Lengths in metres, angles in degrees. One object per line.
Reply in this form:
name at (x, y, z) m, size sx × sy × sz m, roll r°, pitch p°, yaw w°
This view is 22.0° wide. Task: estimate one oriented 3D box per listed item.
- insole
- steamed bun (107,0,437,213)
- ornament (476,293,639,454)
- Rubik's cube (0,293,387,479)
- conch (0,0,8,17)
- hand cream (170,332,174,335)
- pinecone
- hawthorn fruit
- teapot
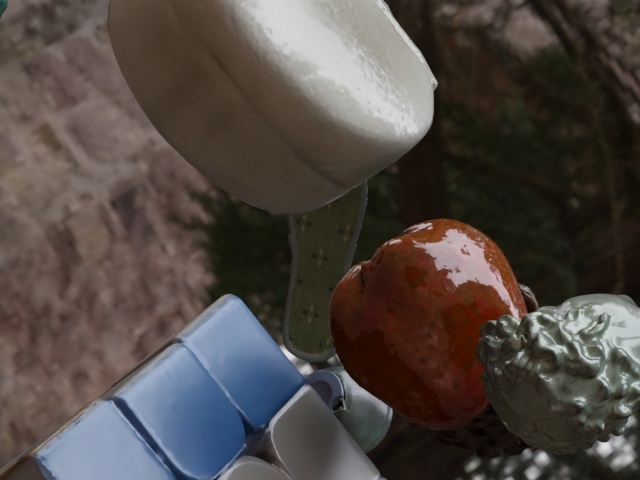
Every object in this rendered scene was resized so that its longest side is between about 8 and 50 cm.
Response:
insole at (0.000, 0.000, 2.085) m, size 0.007 × 0.109 × 0.322 m, roll -39°, pitch 137°, yaw -73°
steamed bun at (-0.041, -0.134, 1.217) m, size 0.242 × 0.164 × 0.146 m, roll 49°, pitch -52°, yaw -6°
ornament at (0.265, 0.086, 1.275) m, size 0.130 × 0.285 × 0.120 m, roll -122°, pitch -159°, yaw -67°
Rubik's cube at (-0.154, 0.316, 1.491) m, size 0.346 × 0.344 × 0.347 m, roll -36°, pitch -87°, yaw 36°
conch at (-0.437, -0.260, 1.842) m, size 0.134 × 0.202 × 0.196 m, roll 42°, pitch -22°, yaw -4°
hand cream at (-0.072, 0.149, 1.655) m, size 0.186 × 0.054 × 0.087 m, roll 36°, pitch -3°, yaw -10°
pinecone at (0.167, 0.127, 1.633) m, size 0.179 × 0.150 × 0.195 m, roll 7°, pitch -45°, yaw 23°
hawthorn fruit at (0.100, 0.077, 1.464) m, size 0.189 × 0.189 × 0.189 m, roll 47°, pitch -22°, yaw 26°
teapot at (0.013, 0.191, 2.048) m, size 0.108 × 0.111 × 0.149 m, roll 37°, pitch 20°, yaw -53°
